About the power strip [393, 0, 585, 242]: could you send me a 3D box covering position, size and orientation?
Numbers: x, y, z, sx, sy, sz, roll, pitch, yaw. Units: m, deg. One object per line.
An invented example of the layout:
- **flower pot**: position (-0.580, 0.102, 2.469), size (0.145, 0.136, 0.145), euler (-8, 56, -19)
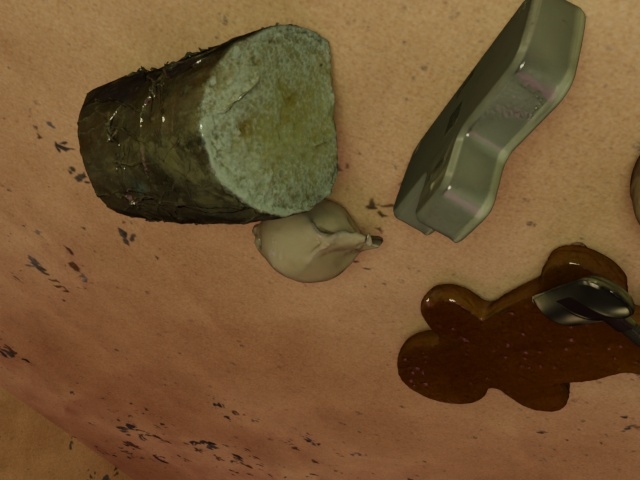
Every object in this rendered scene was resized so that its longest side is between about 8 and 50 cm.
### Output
- **power strip**: position (0.146, -0.089, 0.679), size (0.059, 0.194, 0.265), euler (28, 145, -6)

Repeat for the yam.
- **yam**: position (-0.139, -0.116, 0.786), size (0.271, 0.201, 0.203), euler (2, 104, 45)

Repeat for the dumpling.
- **dumpling**: position (-0.001, -0.003, 0.953), size (0.155, 0.181, 0.111), euler (9, 116, -35)

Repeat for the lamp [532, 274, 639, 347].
- **lamp**: position (0.392, 0.079, 0.777), size (0.283, 0.125, 0.203), euler (-9, 179, -8)

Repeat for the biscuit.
- **biscuit**: position (0.277, 0.140, 1.023), size (0.283, 0.064, 0.432), euler (40, 139, -15)

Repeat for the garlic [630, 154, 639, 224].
- **garlic**: position (0.384, -0.056, 0.675), size (0.128, 0.115, 0.206), euler (37, 139, -12)
